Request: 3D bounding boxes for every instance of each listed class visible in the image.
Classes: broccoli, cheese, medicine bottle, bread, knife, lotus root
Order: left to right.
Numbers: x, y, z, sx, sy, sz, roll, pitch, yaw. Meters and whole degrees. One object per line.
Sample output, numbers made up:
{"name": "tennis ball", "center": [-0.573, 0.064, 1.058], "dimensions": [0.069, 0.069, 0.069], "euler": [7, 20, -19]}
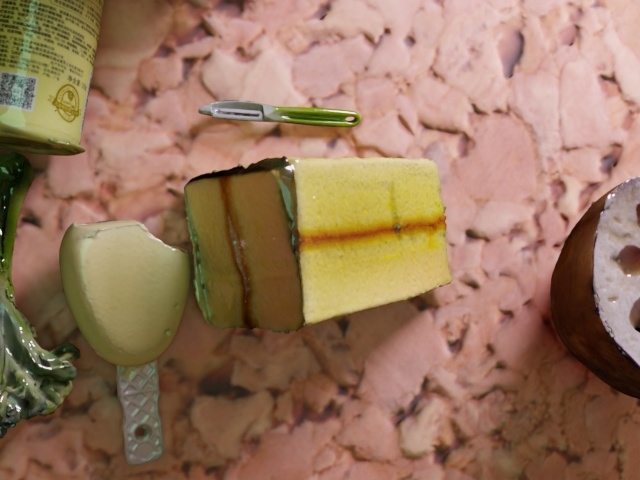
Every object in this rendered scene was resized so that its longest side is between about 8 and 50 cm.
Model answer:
{"name": "broccoli", "center": [-0.299, 0.066, 0.653], "dimensions": [0.198, 0.177, 0.274], "euler": [35, 64, -14]}
{"name": "medicine bottle", "center": [-0.268, -0.205, 0.668], "dimensions": [0.124, 0.124, 0.238], "euler": [8, 85, -15]}
{"name": "cheese", "center": [-0.187, 0.102, 0.721], "dimensions": [0.127, 0.050, 0.255], "euler": [-9, 98, -29]}
{"name": "knife", "center": [-0.043, -0.139, 0.778], "dimensions": [0.184, 0.026, 0.022], "euler": [1, 129, -17]}
{"name": "bread", "center": [0.004, 0.000, 0.781], "dimensions": [0.264, 0.163, 0.167], "euler": [-6, 90, -46]}
{"name": "lotus root", "center": [0.374, 0.064, 0.808], "dimensions": [0.272, 0.192, 0.272], "euler": [2, 79, -12]}
